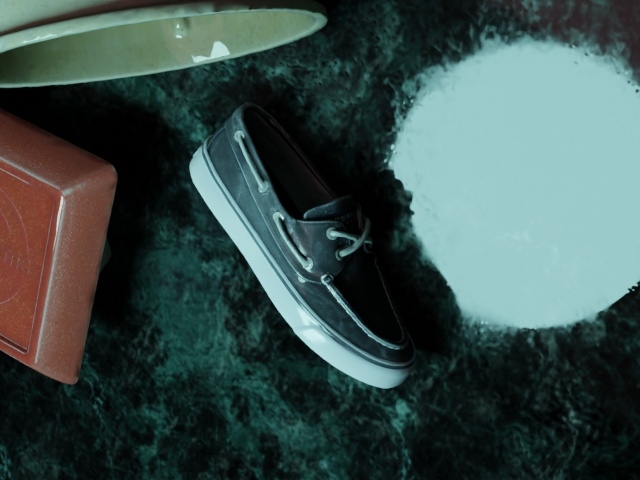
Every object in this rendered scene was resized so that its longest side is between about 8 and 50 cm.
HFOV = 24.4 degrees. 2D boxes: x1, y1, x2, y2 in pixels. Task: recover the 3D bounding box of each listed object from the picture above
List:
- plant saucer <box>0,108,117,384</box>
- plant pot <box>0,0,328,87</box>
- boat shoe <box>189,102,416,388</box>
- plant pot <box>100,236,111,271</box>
[{"bbox_3d":[-0.341,-0.005,1.509,0.258,0.048,0.259,26,117,22],"label":"plant saucer"},{"bbox_3d":[-0.182,-0.313,1.285,0.334,0.334,0.305,-9,91,33],"label":"plant pot"},{"bbox_3d":[0.000,0.000,1.393,0.301,0.108,0.102,53,126,14],"label":"boat shoe"},{"bbox_3d":[-0.285,0.002,1.565,0.109,0.096,0.109,-9,101,33],"label":"plant pot"}]
